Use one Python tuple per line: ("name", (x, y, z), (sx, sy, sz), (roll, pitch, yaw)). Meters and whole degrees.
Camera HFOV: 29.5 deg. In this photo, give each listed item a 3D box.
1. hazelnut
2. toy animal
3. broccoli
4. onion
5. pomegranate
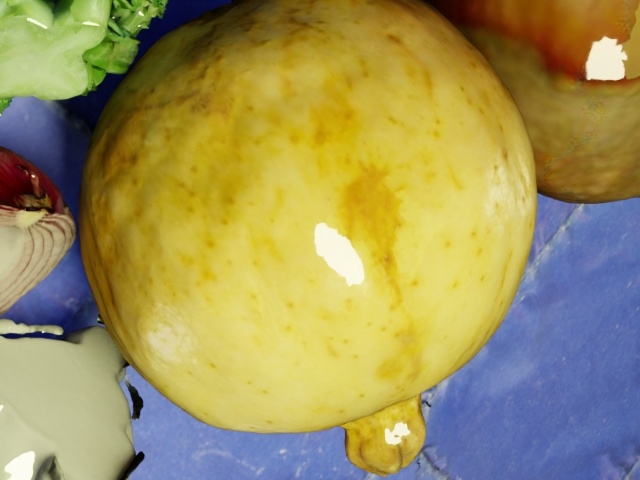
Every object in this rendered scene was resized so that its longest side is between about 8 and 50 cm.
("hazelnut", (0.251, -0.216, 1.154), (0.365, 0.365, 0.366), (-18, 122, -32))
("toy animal", (-0.296, 0.235, 1.018), (0.357, 0.194, 0.258), (-51, 166, 25))
("broccoli", (-0.218, -0.179, 0.835), (0.294, 0.245, 0.265), (-26, 133, 8))
("onion", (-0.330, 0.028, 0.914), (0.283, 0.120, 0.227), (-42, 164, 4))
("pomegranate", (0.000, 0.000, 0.991), (0.410, 0.410, 0.410), (-18, 122, -32))
